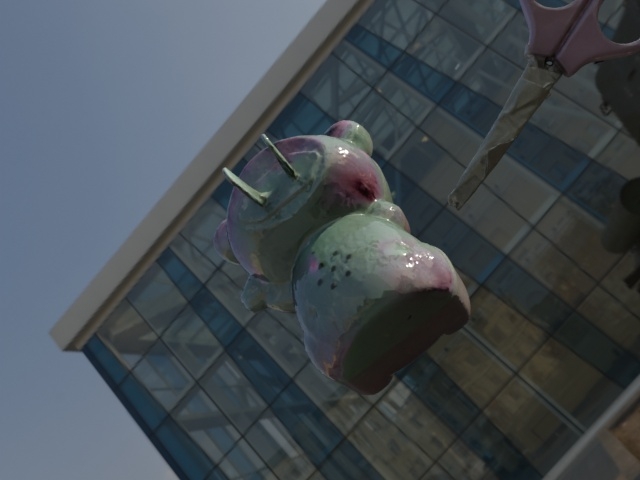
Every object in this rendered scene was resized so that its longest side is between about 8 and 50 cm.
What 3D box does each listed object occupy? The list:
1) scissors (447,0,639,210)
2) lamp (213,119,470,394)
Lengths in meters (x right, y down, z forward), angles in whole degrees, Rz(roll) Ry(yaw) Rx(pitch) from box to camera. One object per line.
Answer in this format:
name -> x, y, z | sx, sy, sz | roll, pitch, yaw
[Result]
scissors -> 0.151, -0.112, 0.414 | 0.212, 0.110, 0.021 | -56, -12, -1
lamp -> 0.000, 0.000, 0.675 | 0.247, 0.301, 0.247 | -41, -40, 8
